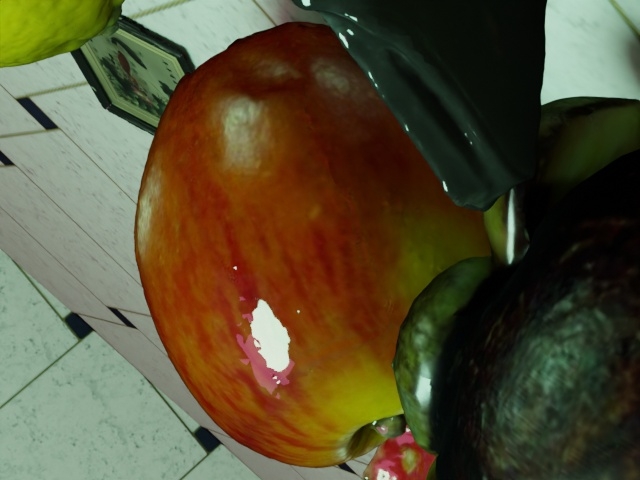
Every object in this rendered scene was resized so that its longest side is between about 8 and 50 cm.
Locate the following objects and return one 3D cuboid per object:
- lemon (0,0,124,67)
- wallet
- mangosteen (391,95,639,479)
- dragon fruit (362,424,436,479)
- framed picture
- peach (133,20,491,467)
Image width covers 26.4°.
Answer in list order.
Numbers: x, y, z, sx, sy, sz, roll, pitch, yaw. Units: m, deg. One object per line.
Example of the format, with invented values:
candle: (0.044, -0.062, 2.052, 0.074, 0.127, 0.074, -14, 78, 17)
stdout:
lemon: (-0.217, -0.208, 0.860, 0.231, 0.192, 0.192, 46, 162, -19)
wallet: (-0.007, -0.183, 0.523, 0.051, 0.197, 0.377, -20, 128, 31)
mangosteen: (0.187, 0.091, 0.606, 0.330, 0.330, 0.330, 36, 162, 13)
dragon fruit: (0.193, 0.206, 0.997, 0.386, 0.249, 0.371, 20, 150, 43)
framed picture: (-0.159, -0.141, 1.213, 0.199, 0.010, 0.195, 29, 160, 29)
peach: (0.000, 0.000, 0.868, 0.281, 0.238, 0.281, 62, -173, -14)
